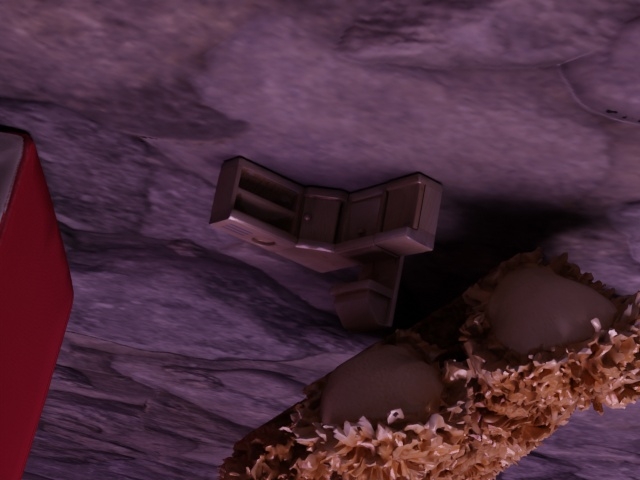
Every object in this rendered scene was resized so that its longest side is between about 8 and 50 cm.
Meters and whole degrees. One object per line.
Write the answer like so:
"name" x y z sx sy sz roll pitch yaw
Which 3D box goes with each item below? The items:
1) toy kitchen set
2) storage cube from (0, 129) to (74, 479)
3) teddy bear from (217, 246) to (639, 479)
"toy kitchen set" 0.000 0.000 0.602 0.075 0.068 0.083 24 156 -34
"storage cube" -0.250 0.050 0.675 0.184 0.215 0.193 11 154 1
"teddy bear" 0.067 0.101 0.704 0.245 0.113 0.338 -26 170 -26
